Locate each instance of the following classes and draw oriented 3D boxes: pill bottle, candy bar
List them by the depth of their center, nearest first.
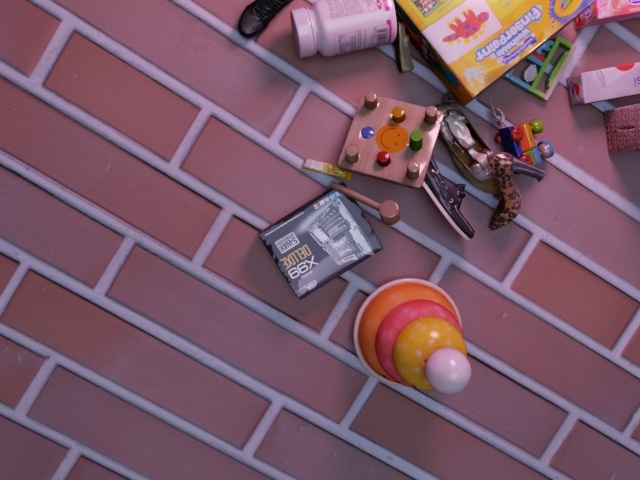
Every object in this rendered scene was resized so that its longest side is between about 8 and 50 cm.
[{"bbox_3d":[0.064,-0.625,1.735,0.283,0.160,0.160,-13,98,-4],"label":"pill bottle"},{"bbox_3d":[0.022,-0.221,1.850,0.162,0.018,0.040,13,92,-7],"label":"candy bar"}]

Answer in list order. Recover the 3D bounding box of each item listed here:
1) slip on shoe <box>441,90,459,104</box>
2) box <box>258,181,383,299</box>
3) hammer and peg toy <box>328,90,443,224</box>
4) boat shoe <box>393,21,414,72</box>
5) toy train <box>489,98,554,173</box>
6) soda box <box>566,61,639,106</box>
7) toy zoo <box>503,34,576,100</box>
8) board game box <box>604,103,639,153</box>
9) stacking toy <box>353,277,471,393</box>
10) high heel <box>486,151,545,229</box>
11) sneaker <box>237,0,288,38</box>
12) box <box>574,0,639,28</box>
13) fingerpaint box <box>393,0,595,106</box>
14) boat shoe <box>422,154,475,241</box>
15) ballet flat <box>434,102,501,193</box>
[{"bbox_3d":[0.441,-0.457,1.852,0.136,0.041,0.051,-18,98,-3],"label":"slip on shoe"},{"bbox_3d":[0.000,0.000,1.843,0.308,0.076,0.242,-31,98,-2],"label":"box"},{"bbox_3d":[0.182,-0.246,1.735,0.266,0.127,0.361,17,76,12],"label":"hammer and peg toy"},{"bbox_3d":[0.251,-0.580,1.794,0.048,0.056,0.153,-18,123,-7],"label":"boat shoe"},{"bbox_3d":[0.626,-0.344,1.860,0.144,0.105,0.247,-23,98,-13],"label":"toy train"},{"bbox_3d":[0.929,-0.493,1.872,0.287,0.091,0.098,-11,97,-5],"label":"soda box"},{"bbox_3d":[0.624,-0.587,1.861,0.293,0.030,0.192,28,93,-8],"label":"toy zoo"},{"bbox_3d":[1.072,-0.363,1.831,0.291,0.232,0.141,-10,97,-5],"label":"board game box"},{"bbox_3d":[0.295,0.313,1.706,0.351,0.480,0.350,-1,96,-5],"label":"stacking toy"},{"bbox_3d":[0.538,-0.152,1.842,0.186,0.093,0.261,19,126,-12],"label":"high heel"},{"bbox_3d":[-0.153,-0.682,1.725,0.227,0.130,0.087,-40,97,2],"label":"sneaker"},{"bbox_3d":[0.937,-0.753,1.817,0.300,0.142,0.154,-12,98,-4],"label":"box"},{"bbox_3d":[0.490,-0.679,1.744,0.445,0.163,0.371,-39,91,3],"label":"fingerpaint box"},{"bbox_3d":[0.388,-0.154,1.841,0.113,0.127,0.340,-38,89,11],"label":"boat shoe"},{"bbox_3d":[0.463,-0.277,1.839,0.123,0.123,0.348,-41,99,0],"label":"ballet flat"}]
